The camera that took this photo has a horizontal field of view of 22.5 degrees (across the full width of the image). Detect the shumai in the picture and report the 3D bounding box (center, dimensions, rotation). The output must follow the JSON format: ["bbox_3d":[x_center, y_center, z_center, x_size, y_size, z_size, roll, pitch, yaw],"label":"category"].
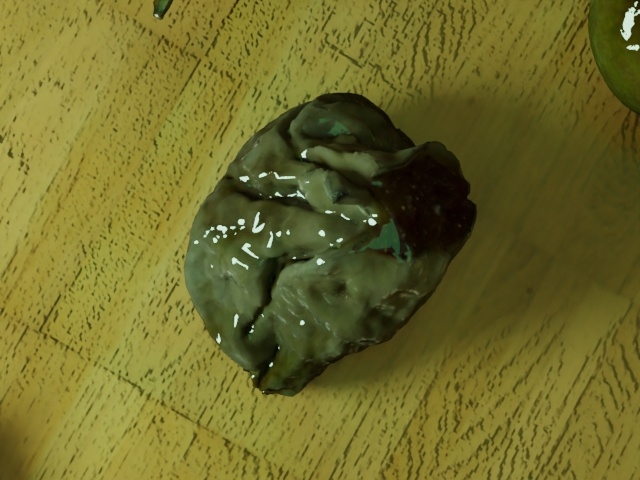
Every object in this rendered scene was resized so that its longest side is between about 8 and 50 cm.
[{"bbox_3d":[-0.001,-0.004,1.177,0.218,0.185,0.184,-41,87,-5],"label":"shumai"}]

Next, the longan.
[{"bbox_3d":[0.275,-0.156,1.208,0.154,0.176,0.145,22,100,15],"label":"longan"}]

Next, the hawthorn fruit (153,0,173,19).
[{"bbox_3d":[-0.063,-0.262,1.204,0.196,0.196,0.225,32,94,2],"label":"hawthorn fruit"}]
